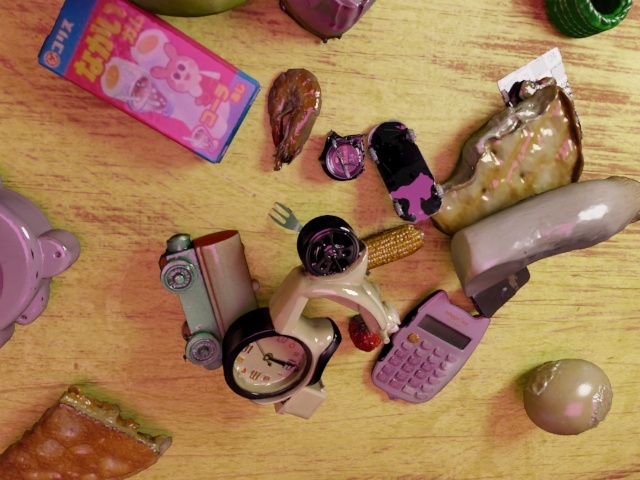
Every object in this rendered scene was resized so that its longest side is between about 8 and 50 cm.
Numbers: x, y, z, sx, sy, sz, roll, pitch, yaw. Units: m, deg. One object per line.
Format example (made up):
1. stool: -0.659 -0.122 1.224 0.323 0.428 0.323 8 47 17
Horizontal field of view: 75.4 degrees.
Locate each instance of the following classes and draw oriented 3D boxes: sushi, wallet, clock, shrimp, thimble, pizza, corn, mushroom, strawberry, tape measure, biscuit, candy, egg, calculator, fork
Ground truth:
1. sushi: 0.455 -0.260 0.830 0.139 0.031 0.201 -30 109 1
2. wallet: 0.398 0.100 0.914 0.156 0.018 0.082 -35 102 -14
3. clock: -0.620 0.042 0.721 0.322 0.113 0.295 -41 108 3
4. shrimp: -0.056 -0.220 0.765 0.101 0.042 0.191 19 105 8
5. thimble: 0.487 -0.440 0.749 0.129 0.090 0.118 17 101 -14
6. clock: -0.008 0.157 0.772 0.276 0.120 0.379 33 106 -28
7. pizza: -0.503 0.454 0.877 0.268 0.087 0.258 -43 112 6
8. corn: 0.117 0.020 0.845 0.207 0.068 0.068 -19 109 -3
9. mushroom: 0.446 -0.026 0.786 0.396 0.126 0.177 -24 148 6
10. strawberry: 0.099 0.202 0.896 0.083 0.083 0.097 -19 140 -2
11. tape measure: 0.042 -0.160 0.787 0.091 0.054 0.095 4 99 -8
12. biscuit: 0.352 -0.123 0.826 0.334 0.078 0.330 -11 116 -2
13. candy: -0.267 -0.274 0.685 0.305 0.100 0.157 29 102 -16
14. egg: 0.575 0.361 0.970 0.201 0.164 0.164 -32 109 0
15. calculator: 0.242 0.254 0.953 0.194 0.043 0.294 29 104 -16
16. fork: -0.001 0.000 0.806 0.235 0.021 0.039 34 103 4

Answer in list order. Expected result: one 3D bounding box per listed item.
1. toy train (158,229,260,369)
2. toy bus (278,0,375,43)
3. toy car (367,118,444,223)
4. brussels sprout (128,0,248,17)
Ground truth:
1. toy train: -0.204 0.112 0.813 0.177 0.116 0.286 -17 108 -16
2. toy bus: 0.089 -0.503 0.635 0.171 0.162 0.386 39 98 -18
3. toy car: 0.160 -0.133 0.792 0.095 0.056 0.205 -26 83 12
4. brussels sprout: -0.182 -0.467 0.537 0.343 0.268 0.345 1 93 12
